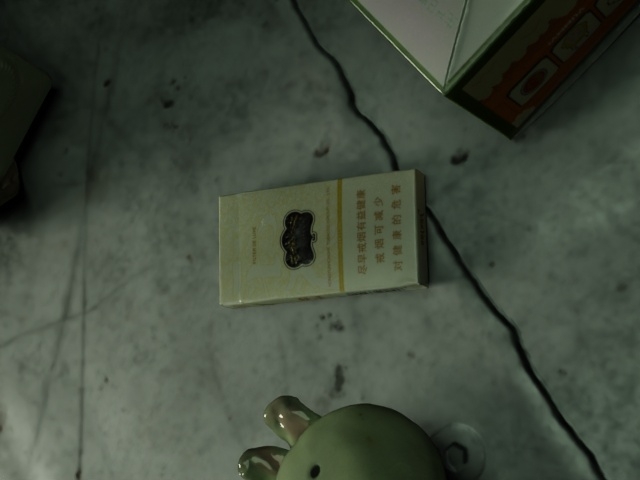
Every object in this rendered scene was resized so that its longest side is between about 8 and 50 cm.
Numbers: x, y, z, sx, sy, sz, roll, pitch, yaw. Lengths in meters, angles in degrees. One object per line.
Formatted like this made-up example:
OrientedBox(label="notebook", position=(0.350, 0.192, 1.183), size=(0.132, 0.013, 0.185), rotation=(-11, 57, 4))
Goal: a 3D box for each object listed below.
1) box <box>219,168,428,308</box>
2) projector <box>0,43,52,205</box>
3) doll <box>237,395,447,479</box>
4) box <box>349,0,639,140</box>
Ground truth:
OrientedBox(label="box", position=(0.000, 0.000, 1.080), size=(0.167, 0.024, 0.090), rotation=(-7, 75, 24))
OrientedBox(label="projector", position=(-0.360, -0.112, 1.199), size=(0.243, 0.163, 0.177), rotation=(27, 88, 31))
OrientedBox(label="doll", position=(0.048, 0.202, 0.956), size=(0.275, 0.113, 0.154), rotation=(36, 104, 52))
OrientedBox(label="box", position=(0.114, -0.208, 1.004), size=(0.177, 0.148, 0.195), rotation=(-48, 64, 13))
